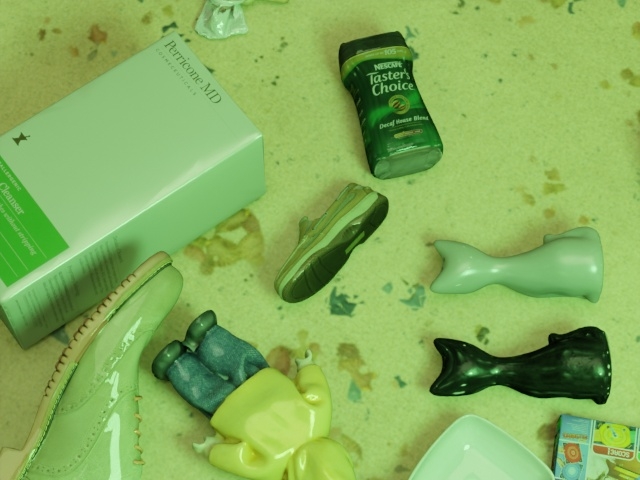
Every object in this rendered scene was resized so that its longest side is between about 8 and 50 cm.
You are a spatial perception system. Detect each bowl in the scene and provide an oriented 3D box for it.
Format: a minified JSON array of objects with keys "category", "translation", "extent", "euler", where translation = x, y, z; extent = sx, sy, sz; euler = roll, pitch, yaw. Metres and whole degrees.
[{"category":"bowl","translation":[0.179,0.286,1.820],"extent":[0.142,0.053,0.142],"euler":[37,70,14]}]

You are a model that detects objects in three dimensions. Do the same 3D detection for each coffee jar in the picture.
[{"category":"coffee jar","translation":[0.086,-0.175,2.013],"extent":[0.096,0.079,0.184],"euler":[-14,66,-8]}]

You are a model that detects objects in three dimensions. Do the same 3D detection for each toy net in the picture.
[{"category":"toy net","translation":[-0.085,-0.359,2.109],"extent":[0.232,0.045,0.122],"euler":[-39,73,-17]}]

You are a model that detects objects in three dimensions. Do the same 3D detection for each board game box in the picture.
[{"category":"board game box","translation":[0.366,0.285,1.836],"extent":[0.201,0.035,0.136],"euler":[10,66,3]}]

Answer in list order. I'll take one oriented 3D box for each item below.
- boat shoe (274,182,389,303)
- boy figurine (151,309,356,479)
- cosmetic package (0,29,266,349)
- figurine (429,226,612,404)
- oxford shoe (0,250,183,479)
[{"category":"boat shoe","translation":[0.000,0.000,1.945],"extent":[0.072,0.068,0.190],"euler":[33,58,25]},{"category":"boy figurine","translation":[-0.056,0.203,1.831],"extent":[0.285,0.092,0.177],"euler":[40,70,14]},{"category":"cosmetic package","translation":[-0.265,-0.062,1.910],"extent":[0.365,0.155,0.197],"euler":[-36,69,-15]},{"category":"figurine","translation":[0.233,0.089,1.898],"extent":[0.209,0.092,0.215],"euler":[0,65,2]},{"category":"oxford shoe","translation":[-0.245,0.202,1.789],"extent":[0.146,0.140,0.397],"euler":[30,88,4]}]
